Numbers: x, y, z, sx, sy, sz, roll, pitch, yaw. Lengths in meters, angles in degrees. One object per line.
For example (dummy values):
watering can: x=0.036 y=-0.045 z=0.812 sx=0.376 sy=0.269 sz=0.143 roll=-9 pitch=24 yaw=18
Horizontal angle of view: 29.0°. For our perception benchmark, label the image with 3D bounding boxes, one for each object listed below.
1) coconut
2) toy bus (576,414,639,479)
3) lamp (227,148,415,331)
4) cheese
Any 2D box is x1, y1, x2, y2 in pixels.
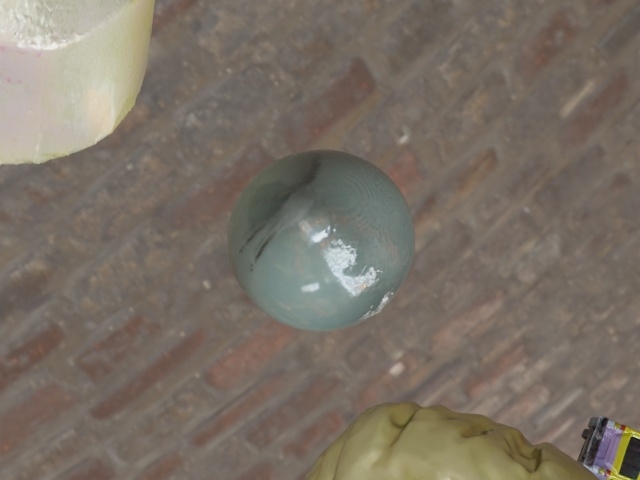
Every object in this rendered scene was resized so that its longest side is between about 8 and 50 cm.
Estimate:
coconut: x=-0.161 y=-0.131 z=0.655 sx=0.147 sy=0.147 sz=0.153 roll=-23 pitch=150 yaw=-24
toy bus: x=0.243 y=0.185 z=1.038 sx=0.102 sy=0.058 sz=0.052 roll=76 pitch=37 yaw=-70
lamp: x=0.000 y=0.000 z=0.693 sx=0.105 sy=0.105 sz=0.105 roll=-24 pitch=140 yaw=-22
cheese: x=0.075 y=0.212 z=0.752 sx=0.117 sy=0.214 sz=0.226 roll=-32 pitch=136 yaw=-66
